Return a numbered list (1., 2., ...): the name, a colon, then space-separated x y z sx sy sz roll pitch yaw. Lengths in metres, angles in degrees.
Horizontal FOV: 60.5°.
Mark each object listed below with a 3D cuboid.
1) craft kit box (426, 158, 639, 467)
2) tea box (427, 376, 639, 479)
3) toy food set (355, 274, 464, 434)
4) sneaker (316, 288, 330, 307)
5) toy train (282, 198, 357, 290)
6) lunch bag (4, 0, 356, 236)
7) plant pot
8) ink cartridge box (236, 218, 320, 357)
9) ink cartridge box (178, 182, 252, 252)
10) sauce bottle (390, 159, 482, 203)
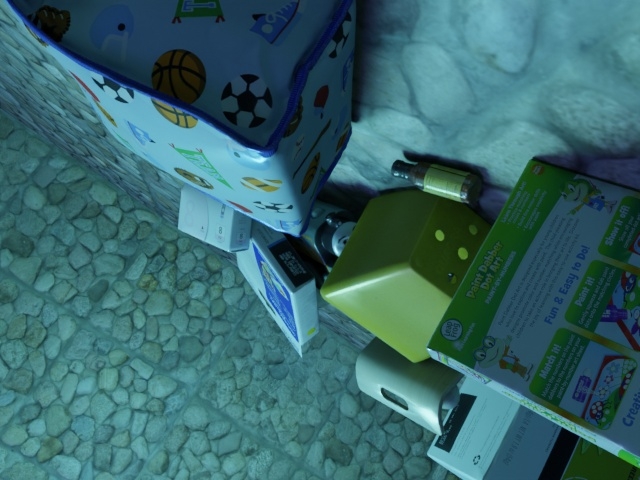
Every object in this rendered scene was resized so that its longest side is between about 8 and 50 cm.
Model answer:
1. craft kit box: 0.274 0.064 0.552 0.246 0.250 0.061 27 166 27
2. tea box: 0.432 0.343 0.985 0.323 0.329 0.220 34 166 -7
3. toy food set: 0.231 0.186 0.985 0.219 0.306 0.092 12 138 58
4. sneaker: 0.059 0.075 1.217 0.094 0.212 0.080 -25 95 57
5. toy train: 0.000 0.000 1.113 0.334 0.142 0.190 28 152 58
6. lunch bag: -0.160 -0.205 0.651 0.385 0.239 0.328 24 167 9
7. plant pot: 0.165 0.042 0.857 0.212 0.212 0.187 37 153 -13
8. ink cartridge box: -0.105 0.066 1.194 0.304 0.072 0.307 51 162 29
9. ink cartridge box: -0.205 -0.112 1.089 0.066 0.233 0.189 -10 -159 -43
10. sauce bottle: 0.155 -0.085 0.751 0.128 0.042 0.042 25 164 39
